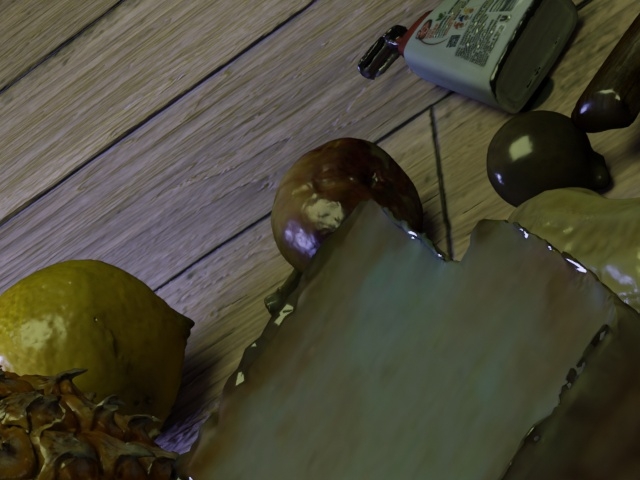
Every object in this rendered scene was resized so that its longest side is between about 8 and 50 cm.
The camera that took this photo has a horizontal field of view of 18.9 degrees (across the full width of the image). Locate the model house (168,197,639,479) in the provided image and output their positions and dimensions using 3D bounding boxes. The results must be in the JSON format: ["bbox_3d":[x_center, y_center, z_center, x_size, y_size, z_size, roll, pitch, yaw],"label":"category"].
[{"bbox_3d":[0.151,0.231,1.291,0.395,0.400,0.445,-59,21,3],"label":"model house"}]

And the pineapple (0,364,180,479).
[{"bbox_3d":[-0.274,0.295,1.817,0.352,0.300,0.352,-36,34,29],"label":"pineapple"}]

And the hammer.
[{"bbox_3d":[0.365,-0.266,1.855,0.242,0.095,0.409,4,52,53],"label":"hammer"}]

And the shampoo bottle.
[{"bbox_3d":[0.152,-0.213,2.121,0.284,0.071,0.153,8,62,58],"label":"shampoo bottle"}]

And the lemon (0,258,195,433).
[{"bbox_3d":[-0.270,0.144,2.060,0.253,0.228,0.228,-40,29,24],"label":"lemon"}]

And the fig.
[{"bbox_3d":[-0.006,-0.010,1.990,0.231,0.143,0.160,-23,45,33],"label":"fig"}]

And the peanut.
[{"bbox_3d":[0.255,0.028,1.612,0.152,0.152,0.313,-54,25,-14],"label":"peanut"}]

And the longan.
[{"bbox_3d":[0.219,-0.074,1.840,0.119,0.106,0.106,9,50,9],"label":"longan"}]
